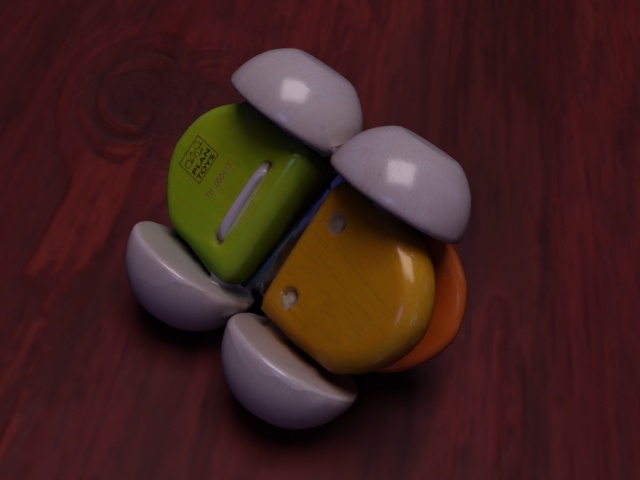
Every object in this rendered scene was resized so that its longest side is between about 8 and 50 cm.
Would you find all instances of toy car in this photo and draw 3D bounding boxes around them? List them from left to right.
[{"bbox_3d":[0.000,0.000,0.615,0.182,0.159,0.136,40,14,27],"label":"toy car"}]
